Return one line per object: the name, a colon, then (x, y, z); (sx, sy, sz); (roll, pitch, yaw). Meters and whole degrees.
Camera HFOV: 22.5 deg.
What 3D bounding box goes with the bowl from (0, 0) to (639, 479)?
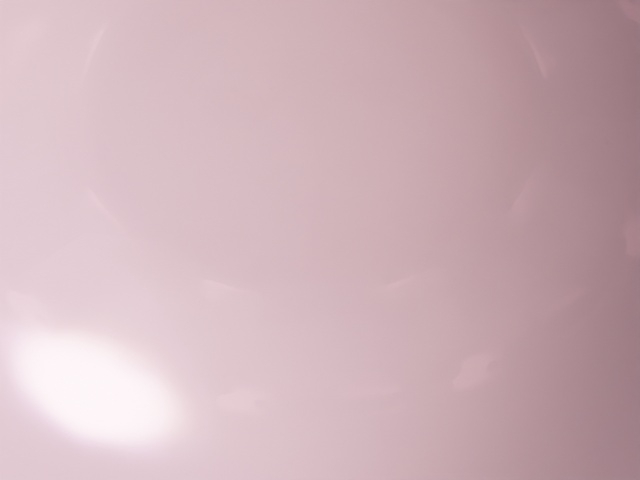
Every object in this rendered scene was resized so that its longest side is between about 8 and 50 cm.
bowl: (0.000, 0.000, 0.422); (0.134, 0.298, 0.298); (-92, 166, -46)
